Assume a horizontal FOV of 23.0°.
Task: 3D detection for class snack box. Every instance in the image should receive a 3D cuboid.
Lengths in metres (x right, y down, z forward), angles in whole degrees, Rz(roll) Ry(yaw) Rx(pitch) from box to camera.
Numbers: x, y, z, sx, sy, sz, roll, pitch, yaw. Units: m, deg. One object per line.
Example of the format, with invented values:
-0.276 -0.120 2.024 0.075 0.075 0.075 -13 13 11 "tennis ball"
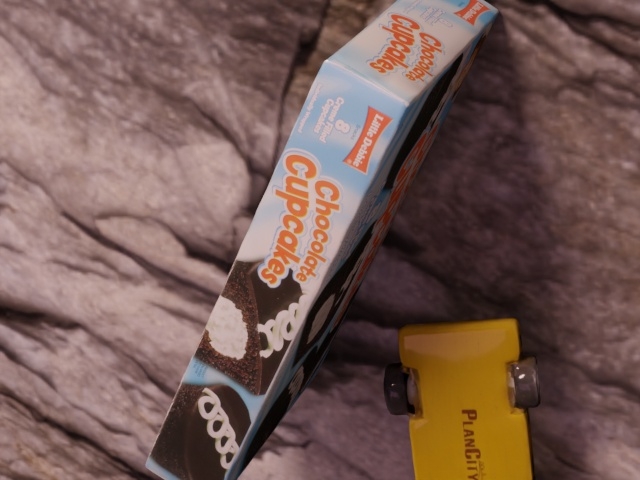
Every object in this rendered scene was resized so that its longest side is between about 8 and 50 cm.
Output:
0.000 0.000 1.005 0.060 0.187 0.322 30 122 7 "snack box"

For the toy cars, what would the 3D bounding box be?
0.182 0.199 1.086 0.394 0.087 0.176 42 111 -6 "toy cars"
